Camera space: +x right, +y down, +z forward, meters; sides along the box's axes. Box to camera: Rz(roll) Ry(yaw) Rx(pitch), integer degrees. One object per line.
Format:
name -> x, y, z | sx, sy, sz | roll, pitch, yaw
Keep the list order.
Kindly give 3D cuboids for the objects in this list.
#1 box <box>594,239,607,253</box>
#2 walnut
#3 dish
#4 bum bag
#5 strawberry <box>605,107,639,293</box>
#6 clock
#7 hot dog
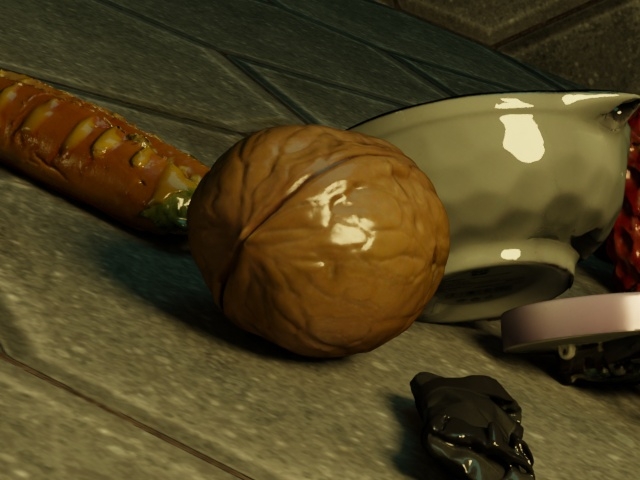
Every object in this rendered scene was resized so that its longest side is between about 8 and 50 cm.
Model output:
box -> 0.409, -0.061, 2.185 | 0.143, 0.184, 0.273 | 25, 14, 2
walnut -> 0.000, 0.000, 1.347 | 0.167, 0.167, 0.207 | 28, 13, 30
dish -> 0.124, -0.012, 1.528 | 0.303, 0.120, 0.303 | -7, -19, -2
bum bag -> 0.103, 0.123, 1.249 | 0.087, 0.049, 0.198 | 24, 12, -5
strawberry -> 0.364, -0.065, 1.940 | 0.178, 0.234, 0.234 | 61, 15, -1
clock -> 0.250, 0.081, 1.538 | 0.172, 0.064, 0.198 | -12, -12, 42
hot dog -> -0.182, -0.069, 1.557 | 0.269, 0.072, 0.115 | 25, 6, 21
